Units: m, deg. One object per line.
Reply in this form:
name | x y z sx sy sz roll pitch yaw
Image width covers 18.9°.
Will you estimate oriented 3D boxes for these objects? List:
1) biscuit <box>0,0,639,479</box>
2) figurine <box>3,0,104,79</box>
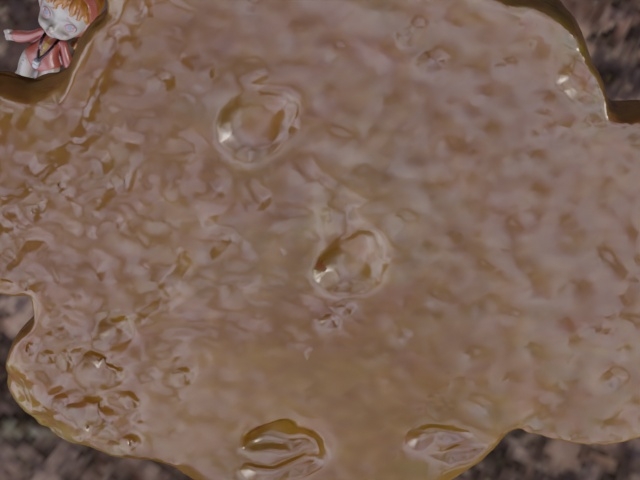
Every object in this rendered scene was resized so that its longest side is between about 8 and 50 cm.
biscuit | 0.000 -0.002 0.825 0.376 0.051 0.269 11 116 -10
figurine | -0.175 -0.127 1.245 0.064 0.047 0.109 32 122 1
